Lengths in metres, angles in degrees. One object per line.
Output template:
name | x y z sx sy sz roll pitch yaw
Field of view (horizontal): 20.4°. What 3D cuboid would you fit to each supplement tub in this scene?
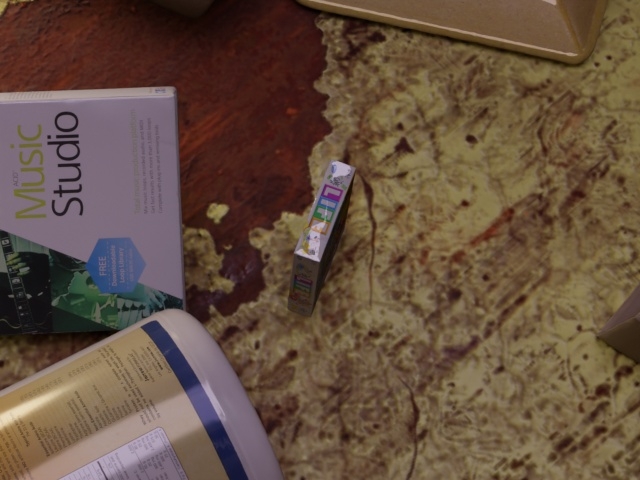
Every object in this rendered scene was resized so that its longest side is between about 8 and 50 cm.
supplement tub | -0.212 0.222 1.583 0.316 0.228 0.228 -27 72 -13

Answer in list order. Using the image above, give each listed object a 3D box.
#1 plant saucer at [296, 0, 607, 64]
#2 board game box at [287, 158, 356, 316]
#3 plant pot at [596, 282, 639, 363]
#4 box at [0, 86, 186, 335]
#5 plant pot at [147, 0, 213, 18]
plant saucer | 0.156 -0.377 1.844 0.333 0.332 0.081 12 30 1
board game box | 0.000 0.000 1.725 0.026 0.154 0.103 20 69 4
plant pot | 0.355 0.078 1.745 0.096 0.109 0.109 42 71 1
box | -0.293 -0.025 1.709 0.322 0.058 0.232 -3 103 -3
plant pot | -0.177 -0.351 1.833 0.229 0.263 0.263 36 69 -9
